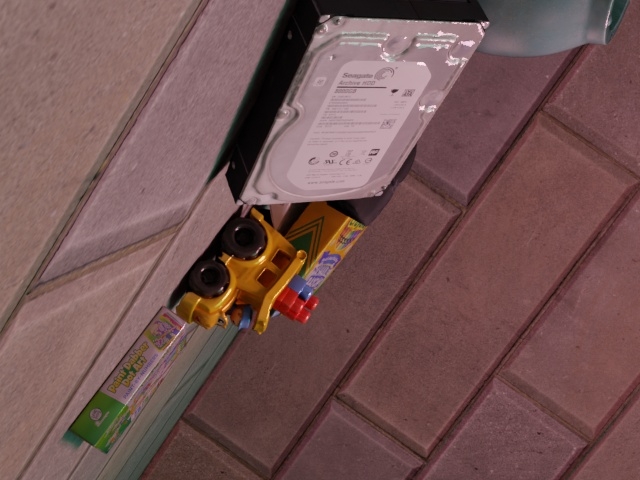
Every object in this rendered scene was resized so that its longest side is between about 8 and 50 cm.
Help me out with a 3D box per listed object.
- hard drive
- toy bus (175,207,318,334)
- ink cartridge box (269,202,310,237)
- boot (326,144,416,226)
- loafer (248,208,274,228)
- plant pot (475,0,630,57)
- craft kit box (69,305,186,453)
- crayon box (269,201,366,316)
[{"bbox_3d":[0.037,-0.171,1.172,0.237,0.064,0.339,-5,146,-29],"label":"hard drive"},{"bbox_3d":[-0.117,0.089,1.626,0.220,0.211,0.149,-52,178,-23],"label":"toy bus"},{"bbox_3d":[-0.055,-0.065,1.811,0.224,0.056,0.181,-63,164,16],"label":"ink cartridge box"},{"bbox_3d":[0.125,-0.232,1.488,0.367,0.146,0.445,-43,159,-4],"label":"boot"},{"bbox_3d":[-0.103,-0.024,1.837,0.078,0.080,0.220,-59,175,20],"label":"loafer"},{"bbox_3d":[0.306,-0.361,1.189,0.293,0.196,0.293,-54,157,-36],"label":"plant pot"},{"bbox_3d":[-0.325,0.249,1.606,0.250,0.061,0.246,-55,175,-17],"label":"craft kit box"},{"bbox_3d":[0.000,0.000,1.804,0.323,0.083,0.203,-53,167,7],"label":"crayon box"}]
